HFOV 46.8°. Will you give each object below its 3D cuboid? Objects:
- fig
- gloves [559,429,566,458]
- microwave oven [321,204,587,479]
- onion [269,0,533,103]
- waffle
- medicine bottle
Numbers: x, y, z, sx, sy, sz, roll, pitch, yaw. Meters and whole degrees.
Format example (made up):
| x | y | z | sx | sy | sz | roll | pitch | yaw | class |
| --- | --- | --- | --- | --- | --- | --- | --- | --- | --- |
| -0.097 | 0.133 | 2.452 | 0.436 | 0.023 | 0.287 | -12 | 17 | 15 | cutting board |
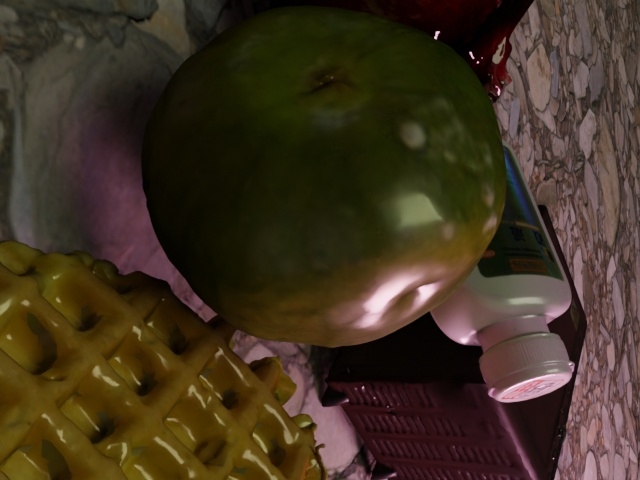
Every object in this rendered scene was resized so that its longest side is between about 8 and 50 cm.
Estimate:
| x | y | z | sx | sy | sz | roll | pitch | yaw | class |
| --- | --- | --- | --- | --- | --- | --- | --- | --- | --- |
| -0.020 | -0.014 | 0.506 | 0.233 | 0.314 | 0.233 | 14 | 56 | -22 | fig |
| 0.275 | 0.176 | 1.006 | 0.142 | 0.119 | 0.285 | -96 | 162 | -66 | gloves |
| 0.146 | 0.112 | 0.736 | 0.188 | 0.178 | 0.247 | 62 | 41 | -31 | microwave oven |
| 0.095 | -0.200 | 0.616 | 0.285 | 0.273 | 0.273 | 53 | 41 | -8 | onion |
| -0.093 | 0.128 | 0.367 | 0.307 | 0.060 | 0.311 | 32 | 31 | -36 | waffle |
| 0.131 | 0.014 | 0.587 | 0.115 | 0.078 | 0.219 | 4 | 57 | -29 | medicine bottle |
